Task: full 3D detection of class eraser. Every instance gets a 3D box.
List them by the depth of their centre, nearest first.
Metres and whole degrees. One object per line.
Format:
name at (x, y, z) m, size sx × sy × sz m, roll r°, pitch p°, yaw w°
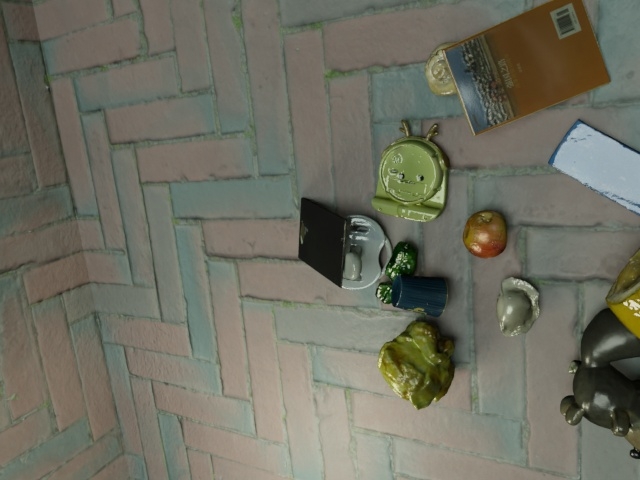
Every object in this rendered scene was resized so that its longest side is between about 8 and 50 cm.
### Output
eraser at (0.795, -0.192, 1.432) m, size 0.311 × 0.042 × 0.144 m, roll 36°, pitch 119°, yaw 17°

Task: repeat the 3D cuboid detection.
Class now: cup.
cup at (0.316, 0.182, 1.748) m, size 0.155 × 0.176 × 0.131 m, roll 10°, pitch 69°, yaw -9°

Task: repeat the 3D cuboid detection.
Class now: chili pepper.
chili pepper at (0.266, 0.116, 1.811) m, size 0.099 × 0.083 × 0.253 m, roll 21°, pitch 123°, yaw 4°

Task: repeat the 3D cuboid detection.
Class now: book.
book at (0.553, -0.476, 1.439) m, size 0.373 × 0.028 × 0.263 m, roll -20°, pitch 94°, yaw 16°

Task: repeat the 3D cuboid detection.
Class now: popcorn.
popcorn at (0.337, 0.413, 1.782) m, size 0.225 × 0.276 × 0.277 m, roll -145°, pitch 53°, yaw -60°

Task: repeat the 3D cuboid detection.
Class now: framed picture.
framed picture at (0.000, 0.000, 1.876) m, size 0.324 × 0.013 × 0.244 m, roll 33°, pitch 123°, yaw 56°

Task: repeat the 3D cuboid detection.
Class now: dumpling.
dumpling at (0.608, 0.207, 1.629) m, size 0.127 × 0.108 × 0.188 m, roll 4°, pitch 92°, yaw 3°

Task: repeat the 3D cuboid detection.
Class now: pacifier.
pacifier at (0.128, 0.058, 1.806) m, size 0.227 × 0.207 × 0.279 m, roll 8°, pitch 109°, yaw 10°

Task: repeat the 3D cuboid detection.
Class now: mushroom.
mushroom at (0.373, -0.502, 1.546) m, size 0.154 × 0.122 × 0.154 m, roll 11°, pitch 107°, yaw 41°

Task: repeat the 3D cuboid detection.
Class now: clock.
clock at (0.291, -0.224, 1.689) m, size 0.234 × 0.096 × 0.308 m, roll 13°, pitch 109°, yaw 28°

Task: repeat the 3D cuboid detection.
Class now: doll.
doll at (0.889, 0.406, 1.435) m, size 0.382 × 0.252 × 0.379 m, roll 13°, pitch 111°, yaw 20°

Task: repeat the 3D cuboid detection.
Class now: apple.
apple at (0.496, -0.017, 1.598) m, size 0.146 × 0.146 × 0.147 m, roll 9°, pitch 108°, yaw 28°

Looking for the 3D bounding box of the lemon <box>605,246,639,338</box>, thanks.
lemon at (0.922, 0.134, 1.279) m, size 0.364 × 0.364 × 0.364 m, roll 9°, pitch 108°, yaw 28°
